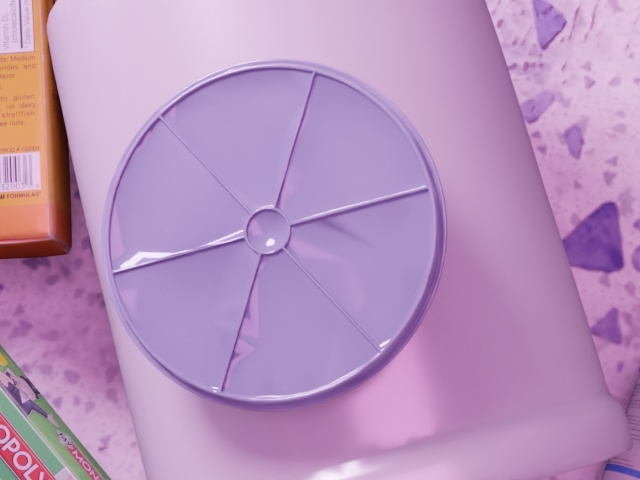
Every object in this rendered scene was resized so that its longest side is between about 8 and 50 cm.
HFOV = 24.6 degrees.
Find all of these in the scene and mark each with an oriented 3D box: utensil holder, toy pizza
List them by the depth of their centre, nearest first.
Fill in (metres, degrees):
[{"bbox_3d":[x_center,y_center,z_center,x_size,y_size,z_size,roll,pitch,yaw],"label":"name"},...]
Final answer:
[{"bbox_3d":[-0.027,-0.004,0.838,0.201,0.032,0.201,-2,83,12],"label":"toy pizza"},{"bbox_3d":[0.000,0.000,1.010,0.327,0.327,0.386,-15,81,-10],"label":"utensil holder"}]

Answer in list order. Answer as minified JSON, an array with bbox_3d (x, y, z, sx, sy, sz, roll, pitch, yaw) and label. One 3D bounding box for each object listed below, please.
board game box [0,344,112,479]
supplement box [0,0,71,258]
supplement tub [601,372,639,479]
[{"bbox_3d":[-0.229,0.237,1.034,0.213,0.046,0.317,-39,90,10],"label":"board game box"},{"bbox_3d":[-0.226,-0.107,1.061,0.080,0.078,0.233,-2,81,0],"label":"supplement box"},{"bbox_3d":[0.268,0.154,1.148,0.071,0.071,0.107,23,79,-4],"label":"supplement tub"}]
